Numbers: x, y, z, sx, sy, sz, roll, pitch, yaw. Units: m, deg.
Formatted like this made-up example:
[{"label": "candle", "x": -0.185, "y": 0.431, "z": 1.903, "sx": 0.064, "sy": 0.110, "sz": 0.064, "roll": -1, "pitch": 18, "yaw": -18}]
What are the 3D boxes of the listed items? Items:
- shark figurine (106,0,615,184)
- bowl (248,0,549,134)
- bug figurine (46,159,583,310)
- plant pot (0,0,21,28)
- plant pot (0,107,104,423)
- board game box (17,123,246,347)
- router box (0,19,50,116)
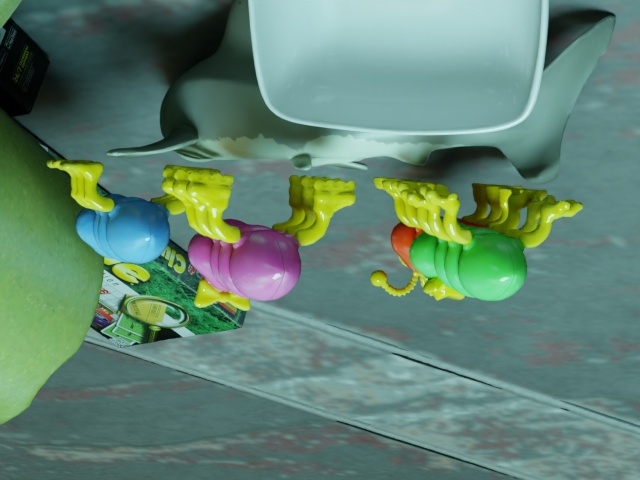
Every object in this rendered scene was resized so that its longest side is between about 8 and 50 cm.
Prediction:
[{"label": "shark figurine", "x": 0.000, "y": -0.091, "z": 0.790, "sx": 0.278, "sy": 0.116, "sz": 0.166, "roll": 3, "pitch": -176, "yaw": 32}, {"label": "bowl", "x": 0.040, "y": -0.125, "z": 0.705, "sx": 0.142, "sy": 0.053, "sz": 0.142, "roll": 4, "pitch": 114, "yaw": 14}, {"label": "bug figurine", "x": 0.000, "y": 0.000, "z": 0.791, "sx": 0.279, "sy": 0.072, "sz": 0.216, "roll": 3, "pitch": -177, "yaw": -19}, {"label": "plant pot", "x": -0.230, "y": -0.200, "z": 0.474, "sx": 0.367, "sy": 0.366, "sz": 0.353, "roll": 10, "pitch": 162, "yaw": 5}, {"label": "plant pot", "x": -0.260, "y": -0.012, "z": 0.802, "sx": 0.276, "sy": 0.276, "sz": 0.254, "roll": -4, "pitch": 158, "yaw": 28}, {"label": "board game box", "x": -0.184, "y": 0.003, "z": 1.090, "sx": 0.136, "sy": 0.030, "sz": 0.260, "roll": -14, "pitch": 141, "yaw": 36}, {"label": "router box", "x": -0.275, "y": -0.119, "z": 0.896, "sx": 0.179, "sy": 0.046, "sz": 0.133, "roll": -6, "pitch": 145, "yaw": 30}]
